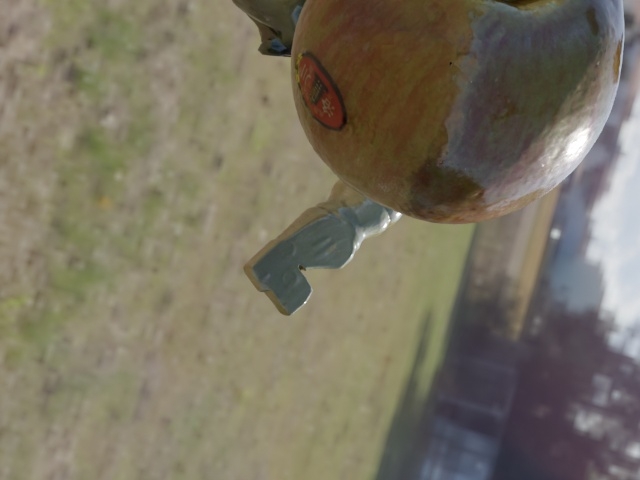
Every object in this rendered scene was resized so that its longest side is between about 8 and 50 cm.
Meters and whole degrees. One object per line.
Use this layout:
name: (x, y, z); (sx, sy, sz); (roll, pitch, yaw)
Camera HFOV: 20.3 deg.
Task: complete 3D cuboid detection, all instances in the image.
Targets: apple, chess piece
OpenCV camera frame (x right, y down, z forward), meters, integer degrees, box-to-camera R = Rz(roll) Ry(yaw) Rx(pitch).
apple: (0.087, -0.118, 1.156); (0.188, 0.211, 0.211); (111, 1, -45)
chess piece: (0.000, 0.000, 2.114); (0.200, 0.090, 0.090); (-41, 158, -23)

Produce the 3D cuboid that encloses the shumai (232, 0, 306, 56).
shumai: (-0.032, -0.328, 1.952); (0.217, 0.346, 0.283); (-25, 120, -59)
